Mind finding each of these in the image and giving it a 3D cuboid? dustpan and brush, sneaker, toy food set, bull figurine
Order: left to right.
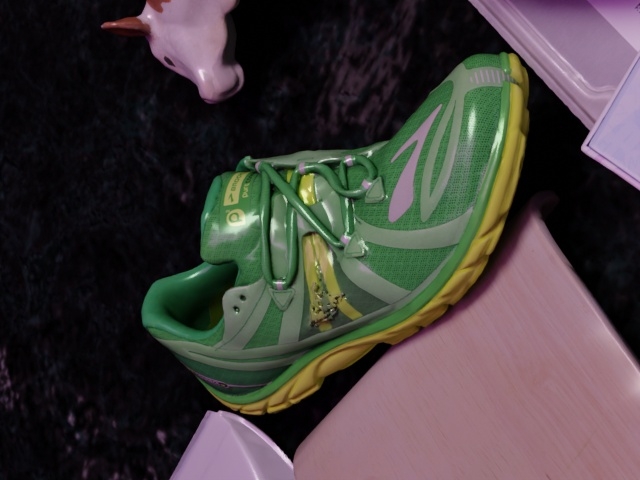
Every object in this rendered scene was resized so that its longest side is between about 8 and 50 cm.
[{"bbox_3d":[-0.036,-0.235,0.744,0.188,0.101,0.310,15,96,51],"label":"bull figurine"},{"bbox_3d":[-0.021,0.223,0.783,0.211,0.060,0.147,46,118,36],"label":"dustpan and brush"},{"bbox_3d":[0.000,0.000,0.693,0.295,0.123,0.109,-42,28,35],"label":"sneaker"},{"bbox_3d":[0.126,0.156,0.652,0.220,0.092,0.306,-49,54,27],"label":"toy food set"}]

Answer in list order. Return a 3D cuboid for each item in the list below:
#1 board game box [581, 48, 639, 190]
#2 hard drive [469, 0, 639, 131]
[{"bbox_3d":[0.289,-0.083,0.419,0.319,0.066,0.318,46,117,39],"label":"board game box"},{"bbox_3d":[0.207,-0.142,0.594,0.237,0.064,0.339,-50,63,27],"label":"hard drive"}]
